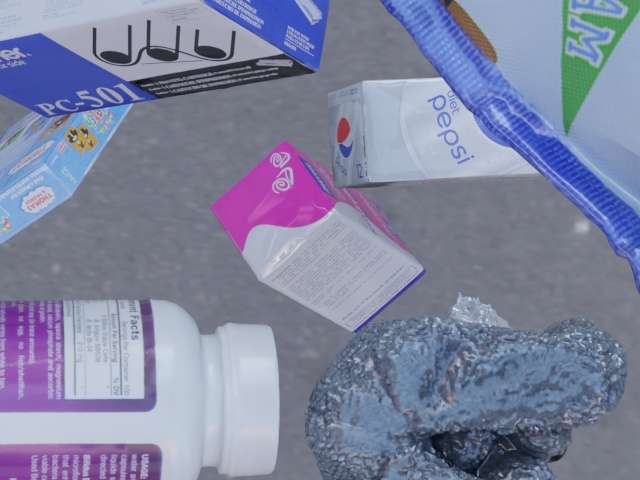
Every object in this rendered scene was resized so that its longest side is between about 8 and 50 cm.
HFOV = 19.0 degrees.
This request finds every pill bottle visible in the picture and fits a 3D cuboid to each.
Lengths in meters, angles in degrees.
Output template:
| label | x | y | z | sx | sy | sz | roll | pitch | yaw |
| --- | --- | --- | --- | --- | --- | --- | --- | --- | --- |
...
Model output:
| label | x | y | z | sx | sy | sz | roll | pitch | yaw |
| --- | --- | --- | --- | --- | --- | --- | --- | --- | --- |
| pill bottle | -0.189 | 0.132 | 1.560 | 0.301 | 0.169 | 0.169 | 0 | 94 | -9 |

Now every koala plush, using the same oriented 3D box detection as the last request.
| label | x | y | z | sx | sy | sz | roll | pitch | yaw |
| --- | --- | --- | --- | --- | --- | --- | --- | --- | --- |
| koala plush | 0.100 | 0.126 | 1.347 | 0.203 | 0.221 | 0.196 | 13 | 96 | 7 |

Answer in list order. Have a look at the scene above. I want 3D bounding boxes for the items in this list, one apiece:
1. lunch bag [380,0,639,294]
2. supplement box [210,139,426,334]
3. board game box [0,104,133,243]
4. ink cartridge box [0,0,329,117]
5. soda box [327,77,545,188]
| label | x | y | z | sx | sy | sz | roll | pitch | yaw |
| --- | --- | --- | --- | --- | --- | --- | --- | --- | --- |
| lunch bag | 0.244 | -0.122 | 0.747 | 0.328 | 0.385 | 0.239 | -39 | 79 | 17 |
| supplement box | 0.000 | 0.000 | 2.018 | 0.114 | 0.111 | 0.220 | -42 | 149 | 12 |
| board game box | -0.229 | -0.066 | 1.554 | 0.039 | 0.160 | 0.211 | 49 | 32 | -16 |
| ink cartridge box | -0.106 | -0.114 | 1.032 | 0.097 | 0.207 | 0.046 | 27 | 65 | -46 |
| soda box | 0.156 | -0.099 | 1.708 | 0.286 | 0.098 | 0.091 | -4 | 89 | -18 |
